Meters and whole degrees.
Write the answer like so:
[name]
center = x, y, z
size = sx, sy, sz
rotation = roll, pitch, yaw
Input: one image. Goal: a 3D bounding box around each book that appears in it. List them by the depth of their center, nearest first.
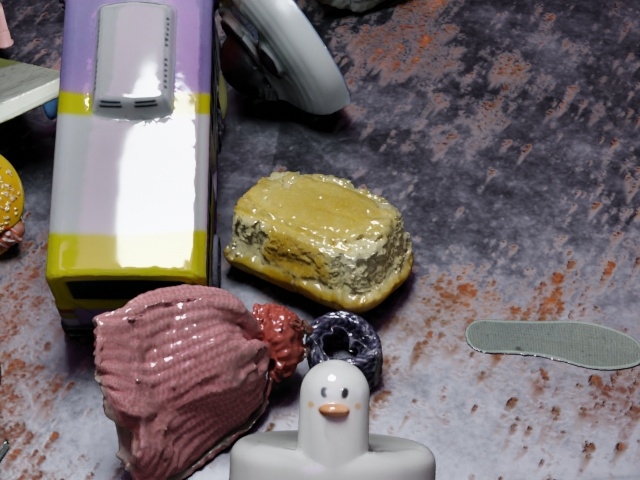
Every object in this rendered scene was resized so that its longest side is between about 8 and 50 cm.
[book]
center = -0.525, -0.198, 2.068
size = 0.239, 0.035, 0.352
rotation = -29, 25, -25

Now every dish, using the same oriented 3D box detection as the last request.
[dish]
center = -0.086, -0.276, 2.116
size = 0.133, 0.273, 0.273
rotation = -36, 53, -5

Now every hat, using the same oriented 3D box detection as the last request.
[hat]
center = -0.137, 0.152, 1.730
size = 0.286, 0.237, 0.107
rotation = -24, 25, -29

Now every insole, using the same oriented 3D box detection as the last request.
[insole]
center = 0.303, 0.130, 1.876
size = 0.232, 0.003, 0.080
rotation = 6, 46, 6

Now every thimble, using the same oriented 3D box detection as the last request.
[thimble]
center = 0.026, 0.144, 1.820
size = 0.095, 0.066, 0.104
rotation = -27, 49, -26

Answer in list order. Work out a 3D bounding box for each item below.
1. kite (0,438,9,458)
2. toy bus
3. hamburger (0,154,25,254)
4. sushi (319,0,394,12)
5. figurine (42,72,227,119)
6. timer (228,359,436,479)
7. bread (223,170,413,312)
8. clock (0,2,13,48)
[kite]
center = -0.410, 0.294, 1.711
size = 0.139, 0.011, 0.157
rotation = 19, 49, 14
[toy bus]
center = -0.235, -0.116, 1.870
size = 0.209, 0.249, 0.440
rotation = 0, 67, 0
[hamburger]
center = -0.500, -0.038, 1.937
size = 0.210, 0.173, 0.116
rotation = -17, 11, -18
[sushi]
center = 0.041, -0.548, 2.346
size = 0.281, 0.299, 0.294
rotation = -39, 49, 1
[figurine]
center = -0.263, -0.187, 2.106
size = 0.262, 0.154, 0.180
rotation = -21, 56, 3
[timer]
center = 0.014, 0.246, 1.591
size = 0.233, 0.233, 0.240
rotation = 2, 90, 2
[bread]
center = 0.000, 0.000, 1.918
size = 0.245, 0.121, 0.174
rotation = 22, 47, 22
[clock]
center = -0.574, -0.342, 2.254
size = 0.162, 0.093, 0.166
rotation = -17, 30, -12
